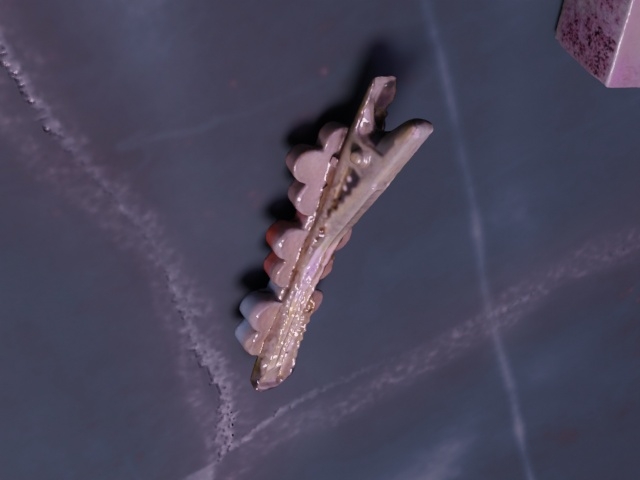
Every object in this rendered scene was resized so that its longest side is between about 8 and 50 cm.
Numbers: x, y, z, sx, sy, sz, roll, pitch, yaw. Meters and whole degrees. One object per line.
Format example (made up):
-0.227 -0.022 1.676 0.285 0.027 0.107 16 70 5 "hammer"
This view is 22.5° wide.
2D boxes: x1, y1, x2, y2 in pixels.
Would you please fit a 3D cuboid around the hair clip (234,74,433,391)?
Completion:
-0.004 -0.005 0.921 0.062 0.056 0.214 -8 139 -44 "hair clip"

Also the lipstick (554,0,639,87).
0.199 -0.233 0.836 0.068 0.066 0.317 -8 128 -25 "lipstick"
